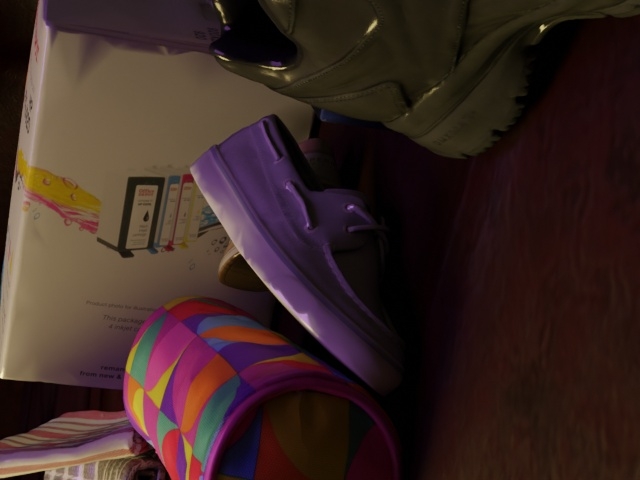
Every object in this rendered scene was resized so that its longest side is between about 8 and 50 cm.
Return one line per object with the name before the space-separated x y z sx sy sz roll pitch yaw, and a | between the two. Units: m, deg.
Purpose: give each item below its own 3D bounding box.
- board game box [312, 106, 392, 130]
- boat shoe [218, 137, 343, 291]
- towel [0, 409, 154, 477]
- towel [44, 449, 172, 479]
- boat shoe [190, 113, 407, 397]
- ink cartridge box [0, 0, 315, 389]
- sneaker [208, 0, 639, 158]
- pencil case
board game box | 0.010 -0.175 0.740 0.243 0.042 0.165 -119 38 -65
boat shoe | -0.021 -0.012 0.790 0.135 0.050 0.045 -44 38 52
towel | -0.151 0.124 0.898 0.197 0.144 0.029 -3 -99 -75
towel | -0.138 0.266 0.892 0.235 0.121 0.283 151 134 -71
boat shoe | 0.000 0.000 0.668 0.063 0.066 0.184 -41 40 3
ink cartridge box | -0.113 -0.042 0.899 0.171 0.168 0.232 -115 35 -64
sneaker | 0.038 -0.112 0.449 0.286 0.130 0.109 126 149 -59
pencil case | -0.038 0.093 0.699 0.236 0.104 0.104 -163 79 -73
